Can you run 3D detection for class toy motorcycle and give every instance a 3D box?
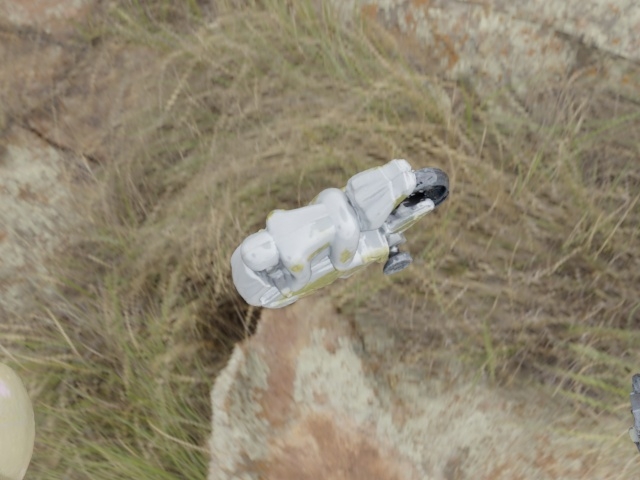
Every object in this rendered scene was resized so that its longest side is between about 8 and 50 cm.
[{"bbox_3d":[0.466,0.273,1.760,0.061,0.193,0.124,-18,107,13],"label":"toy motorcycle"},{"bbox_3d":[0.000,0.000,1.053,0.228,0.151,0.074,-32,69,31],"label":"toy motorcycle"}]

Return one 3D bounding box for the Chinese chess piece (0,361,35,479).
[{"bbox_3d":[-0.373,0.161,1.083,0.251,0.251,0.097,-2,71,2],"label":"Chinese chess piece"}]
